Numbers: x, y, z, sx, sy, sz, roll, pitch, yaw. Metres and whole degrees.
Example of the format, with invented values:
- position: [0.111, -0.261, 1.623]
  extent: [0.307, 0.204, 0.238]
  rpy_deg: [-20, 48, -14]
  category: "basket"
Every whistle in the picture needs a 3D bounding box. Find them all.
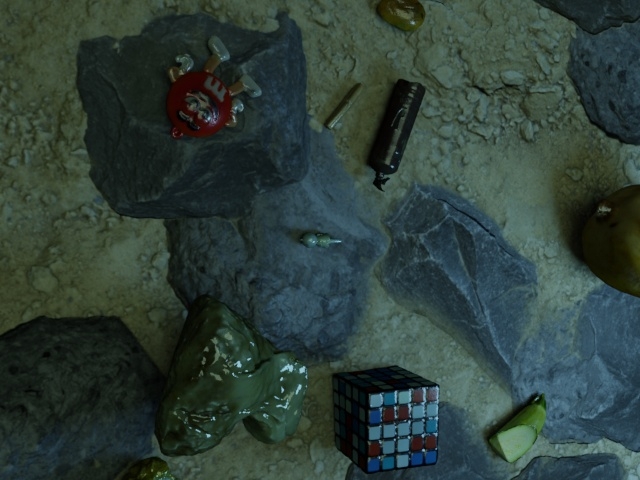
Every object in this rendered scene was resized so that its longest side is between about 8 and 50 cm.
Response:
- position: [0.000, 0.000, 1.543]
  extent: [0.100, 0.035, 0.035]
  rpy_deg: [1, 92, -22]
  category: "whistle"

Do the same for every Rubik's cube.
- position: [0.145, 0.397, 1.542]
  extent: [0.184, 0.182, 0.187]
  rpy_deg: [-3, 95, -22]
  category: "Rubik's cube"

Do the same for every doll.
- position: [-0.239, -0.300, 1.410]
  extent: [0.183, 0.085, 0.217]
  rpy_deg: [49, 67, -18]
  category: "doll"

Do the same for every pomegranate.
- position: [0.808, 0.009, 1.724]
  extent: [0.307, 0.307, 0.307]
  rpy_deg: [-1, 93, -21]
  category: "pomegranate"

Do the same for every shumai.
- position: [-0.151, 0.272, 1.350]
  extent: [0.289, 0.292, 0.329]
  rpy_deg: [18, 123, -9]
  category: "shumai"

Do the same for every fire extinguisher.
- position: [0.169, -0.236, 1.567]
  extent: [0.072, 0.089, 0.267]
  rpy_deg: [22, 85, -23]
  category: "fire extinguisher"

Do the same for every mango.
- position: [0.186, -0.524, 1.579]
  extent: [0.114, 0.057, 0.078]
  rpy_deg: [7, 94, -13]
  category: "mango"

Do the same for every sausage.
- position: [0.056, -0.305, 1.554]
  extent: [0.024, 0.024, 0.132]
  rpy_deg: [41, 79, -18]
  category: "sausage"

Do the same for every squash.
- position: [0.525, 0.470, 1.752]
  extent: [0.090, 0.075, 0.200]
  rpy_deg: [44, 74, 9]
  category: "squash"

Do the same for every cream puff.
- position: [-0.349, 0.516, 1.398]
  extent: [0.121, 0.156, 0.156]
  rpy_deg: [-14, 101, 23]
  category: "cream puff"
